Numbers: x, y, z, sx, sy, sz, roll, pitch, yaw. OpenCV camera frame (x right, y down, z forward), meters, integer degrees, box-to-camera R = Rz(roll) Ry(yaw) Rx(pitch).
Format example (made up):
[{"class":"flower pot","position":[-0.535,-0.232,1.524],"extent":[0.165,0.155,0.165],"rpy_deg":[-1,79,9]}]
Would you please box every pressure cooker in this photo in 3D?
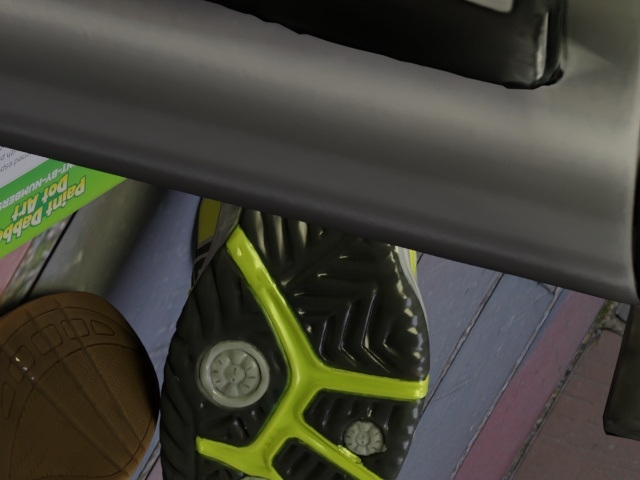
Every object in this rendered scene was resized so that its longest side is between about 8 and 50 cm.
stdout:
[{"class":"pressure cooker","position":[0.059,-0.178,0.458],"extent":[0.370,0.420,0.375],"rpy_deg":[76,32,-62]}]

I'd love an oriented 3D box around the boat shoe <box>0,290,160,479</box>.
[{"class":"boat shoe","position":[-0.180,0.121,0.932],"extent":[0.098,0.109,0.302],"rpy_deg":[-28,-168,30]}]

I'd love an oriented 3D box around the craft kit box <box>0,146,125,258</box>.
[{"class":"craft kit box","position":[-0.132,-0.098,0.770],"extent":[0.250,0.061,0.246],"rpy_deg":[-37,149,-49]}]

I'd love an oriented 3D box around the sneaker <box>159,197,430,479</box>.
[{"class":"sneaker","position":[0.000,0.000,1.027],"extent":[0.147,0.145,0.384],"rpy_deg":[-68,169,-74]}]
